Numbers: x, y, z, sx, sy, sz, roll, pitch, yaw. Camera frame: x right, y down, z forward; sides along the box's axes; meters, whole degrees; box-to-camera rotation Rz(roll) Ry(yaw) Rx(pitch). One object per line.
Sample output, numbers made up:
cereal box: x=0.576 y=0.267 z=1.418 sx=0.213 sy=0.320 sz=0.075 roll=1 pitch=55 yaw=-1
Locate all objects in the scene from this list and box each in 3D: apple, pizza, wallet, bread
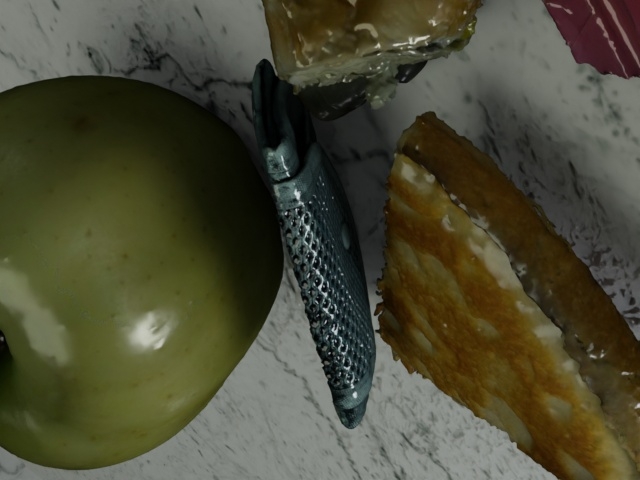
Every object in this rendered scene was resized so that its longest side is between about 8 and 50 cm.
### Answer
apple: x=-0.268 y=0.024 z=1.238 sx=0.474 sy=0.473 sz=0.473 roll=30 pitch=144 yaw=25
pizza: x=0.165 y=0.070 z=1.074 sx=0.440 sy=0.130 sz=0.406 roll=55 pitch=161 yaw=-10
wallet: x=0.000 y=0.000 z=1.105 sx=0.075 sy=0.237 sz=0.342 roll=-12 pitch=121 yaw=4
bread: x=0.040 y=-0.225 z=0.800 sx=0.176 sy=0.195 sz=0.246 roll=-8 pitch=97 yaw=9

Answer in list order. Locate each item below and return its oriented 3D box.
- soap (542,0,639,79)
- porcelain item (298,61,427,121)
soap: x=0.216 y=-0.217 z=0.713 sx=0.162 sy=0.099 sz=0.250 roll=-11 pitch=116 yaw=53
porcelain item: x=0.056 y=-0.179 z=0.968 sx=0.216 sy=0.069 sz=0.081 roll=-19 pitch=103 yaw=57
